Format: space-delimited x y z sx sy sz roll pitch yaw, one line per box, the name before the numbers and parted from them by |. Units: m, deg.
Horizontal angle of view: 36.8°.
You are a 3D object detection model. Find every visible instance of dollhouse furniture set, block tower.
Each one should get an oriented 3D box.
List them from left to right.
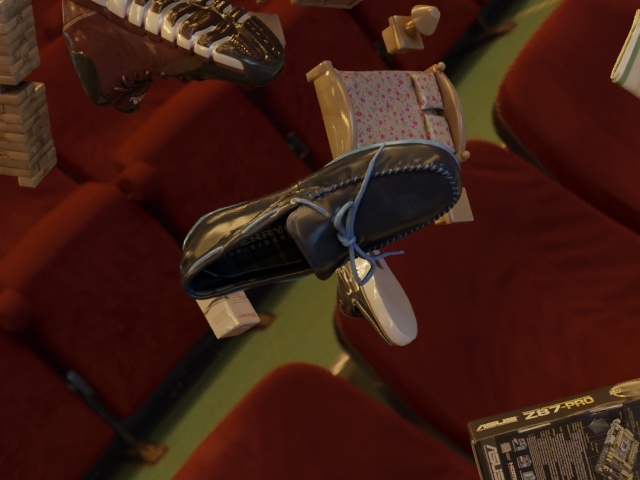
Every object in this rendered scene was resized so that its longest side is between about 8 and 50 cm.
block tower | -0.500 -0.252 1.527 0.097 0.336 0.091 8 35 11
dollhouse furniture set | 0.073 -0.197 1.142 0.303 0.356 0.173 -7 -13 -40

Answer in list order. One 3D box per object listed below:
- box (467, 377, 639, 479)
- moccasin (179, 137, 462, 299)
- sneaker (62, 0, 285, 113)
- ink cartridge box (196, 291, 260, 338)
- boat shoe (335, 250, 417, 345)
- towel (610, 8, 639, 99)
box | 0.443 0.453 1.583 0.318 0.395 0.097 -16 9 6
moccasin | 0.000 0.000 1.072 0.342 0.138 0.117 -23 28 22
sneaker | -0.175 -0.200 1.092 0.106 0.281 0.163 -45 -23 -49
ink cartridge box | -0.180 0.107 1.757 0.056 0.135 0.099 -34 -12 15
boat shoe | 0.051 0.061 1.263 0.076 0.080 0.229 -44 50 19
towel | 0.441 -0.213 1.214 0.113 0.152 0.023 -65 20 -7
